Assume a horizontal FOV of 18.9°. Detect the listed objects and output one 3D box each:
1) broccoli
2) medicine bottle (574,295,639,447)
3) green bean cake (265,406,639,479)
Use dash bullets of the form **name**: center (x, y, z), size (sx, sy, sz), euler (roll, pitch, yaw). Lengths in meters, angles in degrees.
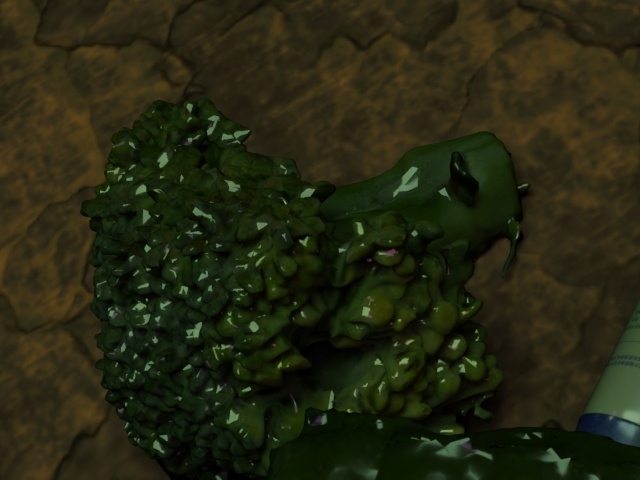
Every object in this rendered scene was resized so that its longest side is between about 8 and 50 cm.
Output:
- **broccoli**: center (-0.013, 0.000, 1.021), size (0.273, 0.180, 0.242), euler (-41, 52, -7)
- **medicine bottle**: center (0.179, 0.061, 0.981), size (0.059, 0.059, 0.231), euler (17, 67, 30)
- **green bean cake**: center (0.107, 0.185, 0.811), size (0.250, 0.247, 0.156), euler (2, 59, 23)
